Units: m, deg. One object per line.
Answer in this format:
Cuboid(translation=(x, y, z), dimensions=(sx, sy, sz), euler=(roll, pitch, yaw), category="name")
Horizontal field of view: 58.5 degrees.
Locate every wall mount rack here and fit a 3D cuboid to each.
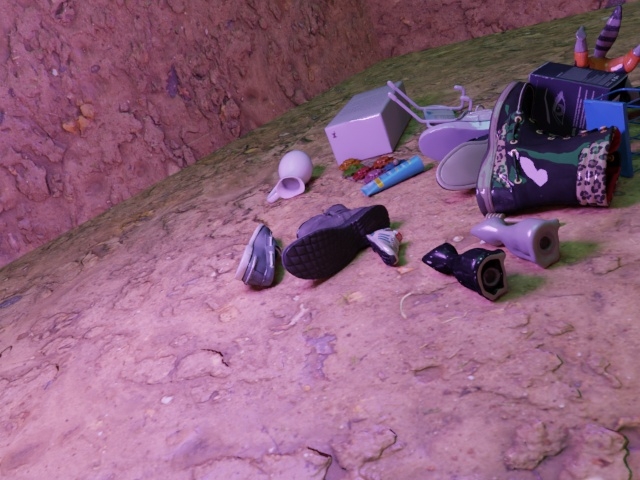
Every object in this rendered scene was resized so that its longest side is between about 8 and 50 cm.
Cuboid(translation=(0.404, -0.518, 2.159), dimensions=(0.304, 0.131, 0.350), euler=(2, 26, 5), category="wall mount rack")

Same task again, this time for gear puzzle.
Cuboid(translation=(0.165, -0.263, 1.985), dimensions=(0.175, 0.044, 0.339), euler=(-29, 23, -16), category="gear puzzle")

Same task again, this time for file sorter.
Cuboid(translation=(0.692, -0.249, 1.300), dimensions=(0.104, 0.170, 0.118), euler=(-22, 22, -9), category="file sorter")

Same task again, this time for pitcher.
Cuboid(translation=(-0.117, -0.231, 2.103), dimensions=(0.177, 0.125, 0.207), euler=(-28, 29, 28), category="pitcher")

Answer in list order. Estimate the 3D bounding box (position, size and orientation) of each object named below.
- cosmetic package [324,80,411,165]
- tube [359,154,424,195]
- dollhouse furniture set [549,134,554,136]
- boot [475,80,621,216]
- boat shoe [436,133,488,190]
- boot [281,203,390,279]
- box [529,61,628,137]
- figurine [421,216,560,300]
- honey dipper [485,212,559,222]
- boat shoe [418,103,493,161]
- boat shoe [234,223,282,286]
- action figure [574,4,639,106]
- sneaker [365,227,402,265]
Cuboid(translation=(0.205, -0.475, 2.276), dimensions=(0.230, 0.162, 0.453), euler=(-11, 25, 26), category="cosmetic package")
Cuboid(translation=(0.223, -0.196, 1.786), dimensions=(0.207, 0.052, 0.080), euler=(-28, 17, 1), category="tube")
Cuboid(translation=(0.575, -0.227, 1.485), dimensions=(0.058, 0.076, 0.151), euler=(-4, 18, 33), category="dollhouse furniture set")
Cuboid(translation=(0.533, -0.222, 1.316), dimensions=(0.284, 0.138, 0.378), euler=(2, 58, 39), category="boot")
Cuboid(translation=(0.439, -0.222, 1.559), dimensions=(0.340, 0.127, 0.113), euler=(-37, -6, -18), category="boat shoe")
Cuboid(translation=(0.000, 0.000, 1.483), dimensions=(0.338, 0.118, 0.222), euler=(-23, 16, -33), category="boot")
Cuboid(translation=(0.640, -0.351, 1.452), dimensions=(0.207, 0.153, 0.108), euler=(27, 48, 37), category="box")
Cuboid(translation=(0.336, 0.015, 1.148), dimensions=(0.214, 0.092, 0.209), euler=(-27, 19, -15), category="figurine")
Cuboid(translation=(0.440, -0.043, 1.249), dimensions=(0.160, 0.031, 0.030), euler=(5, 35, 45), category="honey dipper")
Cuboid(translation=(0.482, -0.344, 1.723), dimensions=(0.366, 0.136, 0.157), euler=(-9, 37, 23), category="boat shoe")
Cuboid(translation=(-0.159, 0.044, 1.568), dimensions=(0.099, 0.116, 0.319), euler=(22, 17, -5), category="boat shoe")
Cuboid(translation=(0.797, -0.453, 1.548), dimensions=(0.341, 0.330, 0.179), euler=(-2, 70, 6), category="action figure")
Cuboid(translation=(0.164, 0.005, 1.358), dimensions=(0.075, 0.057, 0.161), euler=(-30, 20, -3), category="sneaker")
